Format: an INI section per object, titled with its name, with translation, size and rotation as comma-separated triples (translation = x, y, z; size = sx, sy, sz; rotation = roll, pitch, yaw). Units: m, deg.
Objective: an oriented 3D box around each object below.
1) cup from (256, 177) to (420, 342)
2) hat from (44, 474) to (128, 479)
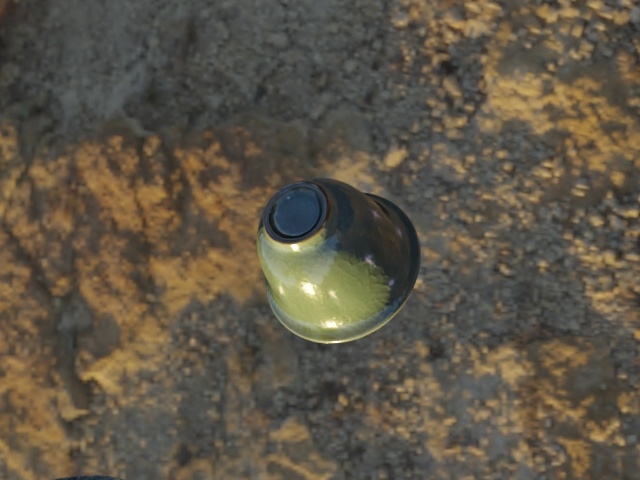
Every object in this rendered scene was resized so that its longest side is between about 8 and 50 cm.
[cup]
translation = 0.000, 0.000, 1.431
size = 0.199, 0.150, 0.199
rotation = -10, 60, 19
[hat]
translation = -0.272, 0.340, 1.223
size = 0.266, 0.265, 0.128
rotation = -5, 110, 50
